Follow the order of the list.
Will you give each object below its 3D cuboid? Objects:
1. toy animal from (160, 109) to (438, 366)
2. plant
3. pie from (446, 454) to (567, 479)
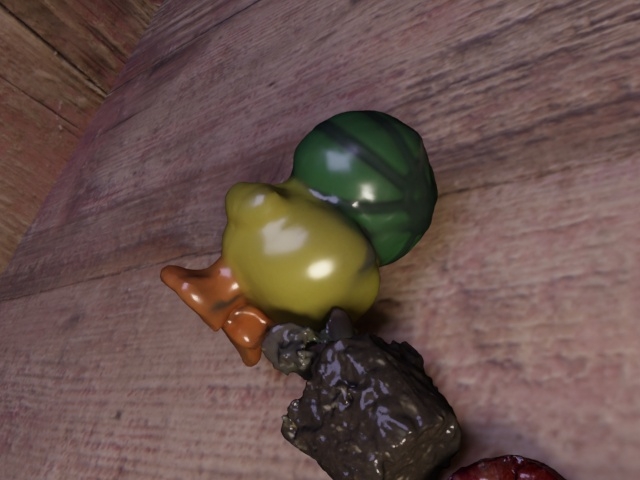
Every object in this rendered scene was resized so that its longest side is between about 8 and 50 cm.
[{"bbox_3d":[0.003,0.000,0.733,0.338,0.216,0.191,-44,47,-6],"label":"toy animal"},{"bbox_3d":[0.034,0.152,0.608,0.131,0.143,0.203,-57,37,16],"label":"plant"},{"bbox_3d":[0.148,0.238,0.482,0.155,0.036,0.154,-20,42,19],"label":"pie"}]
